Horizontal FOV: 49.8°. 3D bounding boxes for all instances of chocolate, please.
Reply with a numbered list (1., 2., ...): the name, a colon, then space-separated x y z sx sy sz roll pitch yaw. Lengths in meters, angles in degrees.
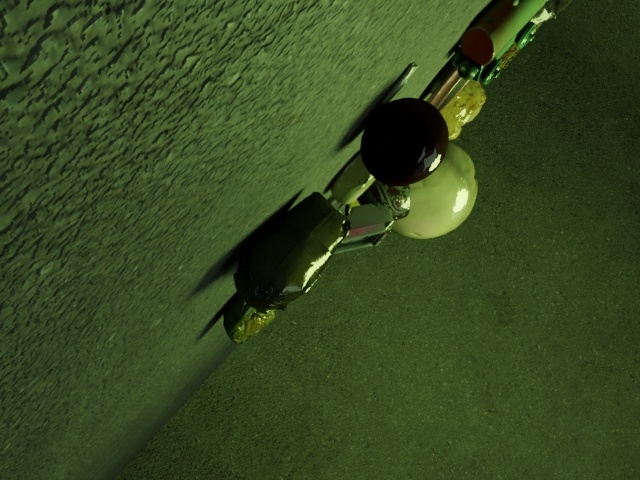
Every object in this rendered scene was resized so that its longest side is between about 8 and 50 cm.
1. chocolate: 0.158 -0.182 1.263 0.176 0.177 0.177 -48 177 -4

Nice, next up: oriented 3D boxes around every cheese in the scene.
1. cheese: 0.082 -0.137 1.589 0.137 0.064 0.227 -44 175 -3

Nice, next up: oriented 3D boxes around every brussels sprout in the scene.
1. brussels sprout: -0.175 0.173 1.642 0.139 0.100 0.181 -30 166 -45

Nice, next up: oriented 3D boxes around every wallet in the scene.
1. wallet: 0.139 -0.272 1.197 0.083 0.011 0.044 -50 176 27

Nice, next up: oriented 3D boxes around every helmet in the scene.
1. helmet: 0.151 -0.127 1.820 0.107 0.176 0.153 -20 -179 -33

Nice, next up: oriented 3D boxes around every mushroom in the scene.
1. mushroom: 0.262 -0.158 1.984 0.315 0.356 0.314 -19 116 -44

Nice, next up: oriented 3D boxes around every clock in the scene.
1. clock: 0.340 -0.415 1.750 0.244 0.056 0.244 -47 174 -6
2. clock: 0.051 -0.020 1.793 0.253 0.083 0.186 -12 167 -12

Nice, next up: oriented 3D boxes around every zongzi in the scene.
1. zongzi: -0.092 0.065 1.249 0.274 0.125 0.251 -43 -178 44

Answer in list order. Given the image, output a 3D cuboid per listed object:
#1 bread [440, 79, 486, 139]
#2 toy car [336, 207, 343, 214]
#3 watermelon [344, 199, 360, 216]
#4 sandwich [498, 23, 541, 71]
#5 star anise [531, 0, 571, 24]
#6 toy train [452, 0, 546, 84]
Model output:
1. bread: 0.396 -0.394 2.052 0.244 0.134 0.244 -45 176 -4
2. toy car: 0.000 0.000 2.025 0.224 0.076 0.090 -50 175 37
3. watermelon: 0.128 -0.118 2.232 0.181 0.092 0.075 -56 -168 -15
4. sandwich: 0.596 -0.637 2.153 0.273 0.095 0.249 -49 180 0
5. star anise: 0.617 -0.687 1.747 0.316 0.139 0.359 -41 -165 22
6. toy train: 0.405 -0.477 1.543 0.285 0.116 0.177 -45 163 -24
